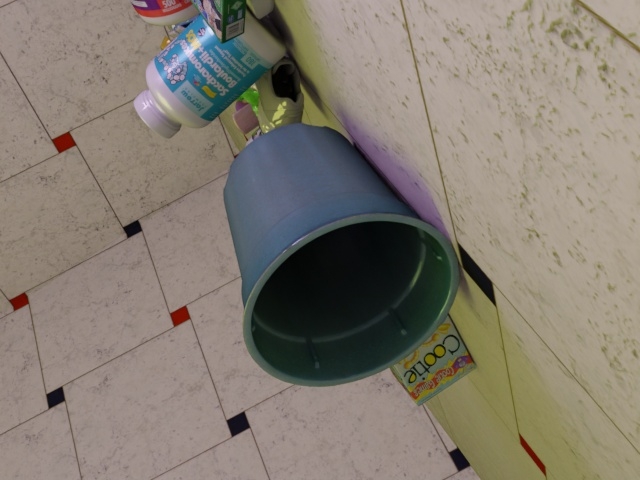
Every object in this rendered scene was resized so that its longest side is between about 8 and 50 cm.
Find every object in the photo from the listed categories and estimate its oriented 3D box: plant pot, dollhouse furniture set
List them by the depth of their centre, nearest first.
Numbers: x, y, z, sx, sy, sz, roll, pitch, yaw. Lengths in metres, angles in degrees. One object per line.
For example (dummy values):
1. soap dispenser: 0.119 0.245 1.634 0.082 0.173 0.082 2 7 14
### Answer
1. plant pot: 0.000 0.000 1.417 0.341 0.341 0.334 61 -179 -42
2. dollhouse furniture set: -0.278 -0.364 2.039 0.286 0.198 0.303 58 162 -18

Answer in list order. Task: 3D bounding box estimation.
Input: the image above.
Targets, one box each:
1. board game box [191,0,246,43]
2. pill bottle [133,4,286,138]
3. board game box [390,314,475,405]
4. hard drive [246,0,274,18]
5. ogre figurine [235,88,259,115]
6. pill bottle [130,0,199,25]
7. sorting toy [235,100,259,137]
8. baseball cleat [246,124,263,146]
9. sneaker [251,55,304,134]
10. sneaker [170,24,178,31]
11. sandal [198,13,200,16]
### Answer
1. board game box: -0.175 -0.455 1.235 0.213 0.046 0.317 56 162 14
2. pill bottle: -0.197 -0.293 1.497 0.146 0.264 0.146 45 -163 -18
3. board game box: 0.168 0.163 1.720 0.275 0.142 0.144 59 175 -28
4. hard drive: -0.180 -0.514 1.362 0.307 0.040 0.203 56 175 14
5. ogre figurine: -0.132 -0.327 1.732 0.197 0.097 0.118 83 -168 -51
6. pill bottle: -0.321 -0.566 1.596 0.181 0.181 0.323 52 174 44
7. sorting toy: -0.096 -0.225 2.267 0.365 0.127 0.126 61 -157 -7
8. baseball cleat: -0.115 -0.244 1.913 0.206 0.109 0.072 78 170 -45
9. sneaker: -0.088 -0.315 1.594 0.262 0.099 0.121 64 151 22
10. sneaker: -0.333 -0.598 2.147 0.131 0.112 0.319 34 166 30
11. sandal: -0.197 -0.420 1.603 0.219 0.060 0.090 97 174 -56
